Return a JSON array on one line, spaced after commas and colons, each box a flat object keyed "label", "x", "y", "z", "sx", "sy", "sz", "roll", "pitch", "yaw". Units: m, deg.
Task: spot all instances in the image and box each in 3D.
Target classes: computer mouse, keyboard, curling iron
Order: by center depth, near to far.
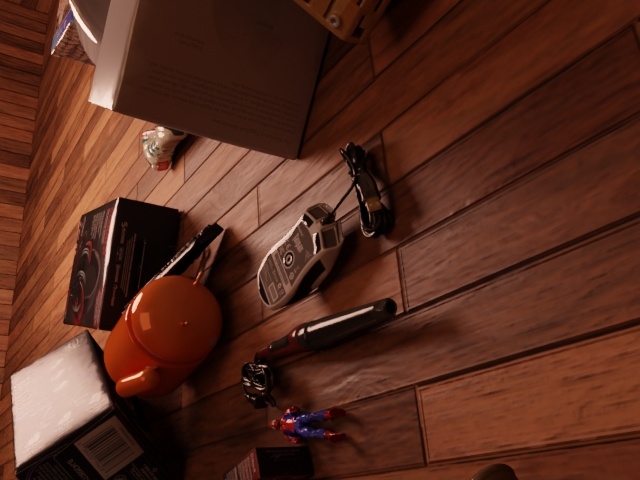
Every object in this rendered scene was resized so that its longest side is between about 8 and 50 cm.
[{"label": "curling iron", "x": -0.008, "y": 0.111, "z": 0.624, "sx": 0.274, "sy": 0.035, "sz": 0.068, "roll": -38, "pitch": 55, "yaw": 47}, {"label": "computer mouse", "x": 0.000, "y": 0.000, "z": 0.642, "sx": 0.193, "sy": 0.042, "sz": 0.106, "roll": -48, "pitch": 48, "yaw": 31}, {"label": "keyboard", "x": -0.212, "y": 0.038, "z": 0.907, "sx": 0.180, "sy": 0.108, "sz": 0.023, "roll": -41, "pitch": 91, "yaw": 24}]

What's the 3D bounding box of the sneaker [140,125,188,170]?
[{"label": "sneaker", "x": -0.274, "y": -0.163, "z": 1.109, "sx": 0.161, "sy": 0.057, "sz": 0.075, "roll": 4, "pitch": 101, "yaw": 56}]

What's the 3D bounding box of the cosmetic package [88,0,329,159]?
[{"label": "cosmetic package", "x": -0.122, "y": -0.233, "z": 0.726, "sx": 0.138, "sy": 0.224, "sz": 0.224, "roll": 24, "pitch": 100, "yaw": 56}]

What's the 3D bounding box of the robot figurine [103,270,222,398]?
[{"label": "robot figurine", "x": -0.214, "y": 0.133, "z": 0.847, "sx": 0.128, "sy": 0.158, "sz": 0.219, "roll": 55, "pitch": 131, "yaw": 15}]

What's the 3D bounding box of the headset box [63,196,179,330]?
[{"label": "headset box", "x": -0.352, "y": 0.051, "z": 1.099, "sx": 0.293, "sy": 0.110, "sz": 0.218, "roll": -7, "pitch": 74, "yaw": 56}]

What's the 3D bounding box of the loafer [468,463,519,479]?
[{"label": "loafer", "x": 0.113, "y": 0.215, "z": 0.391, "sx": 0.050, "sy": 0.056, "sz": 0.148, "roll": 11, "pitch": 100, "yaw": 57}]

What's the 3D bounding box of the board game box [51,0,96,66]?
[{"label": "board game box", "x": -0.301, "y": -0.435, "z": 1.056, "sx": 0.141, "sy": 0.232, "sz": 0.291, "roll": -10, "pitch": 73, "yaw": 56}]

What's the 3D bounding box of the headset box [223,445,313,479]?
[{"label": "headset box", "x": -0.052, "y": 0.234, "z": 0.627, "sx": 0.083, "sy": 0.062, "sz": 0.032, "roll": -50, "pitch": 43, "yaw": 38}]

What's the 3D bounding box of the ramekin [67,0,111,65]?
[{"label": "ramekin", "x": -0.223, "y": -0.326, "z": 0.890, "sx": 0.127, "sy": 0.273, "sz": 0.273, "roll": 143, "pitch": 130, "yaw": -62}]

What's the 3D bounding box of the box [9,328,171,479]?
[{"label": "box", "x": -0.346, "y": 0.276, "z": 0.921, "sx": 0.270, "sy": 0.143, "sz": 0.165, "roll": 30, "pitch": 149, "yaw": 58}]

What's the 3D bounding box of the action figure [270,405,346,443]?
[{"label": "action figure", "x": -0.018, "y": 0.184, "z": 0.624, "sx": 0.115, "sy": 0.030, "sz": 0.038, "roll": -25, "pitch": 65, "yaw": 54}]

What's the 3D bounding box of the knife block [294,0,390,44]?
[{"label": "knife block", "x": 0.006, "y": -0.352, "z": 0.644, "sx": 0.276, "sy": 0.242, "sz": 0.088, "roll": 41, "pitch": 138, "yaw": 4}]
